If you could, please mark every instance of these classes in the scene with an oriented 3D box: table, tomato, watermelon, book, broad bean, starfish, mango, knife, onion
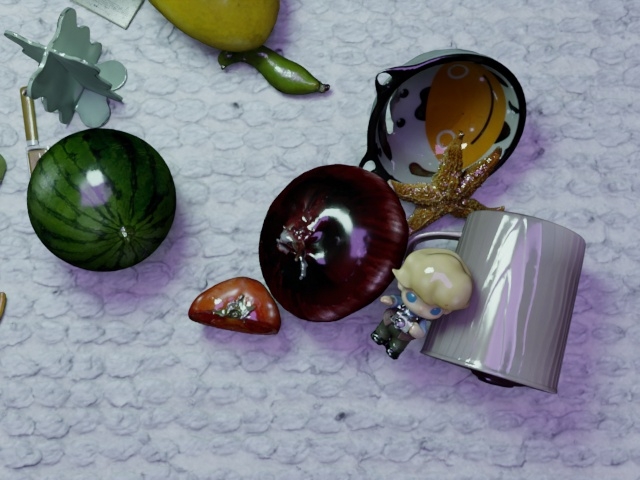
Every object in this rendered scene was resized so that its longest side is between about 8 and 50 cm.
[{"bbox_3d":[-0.437,-0.296,1.229,0.167,0.198,0.166,0,84,-1],"label":"table"},{"bbox_3d":[-0.143,0.106,1.223,0.159,0.139,0.091,7,72,-3],"label":"tomato"},{"bbox_3d":[-0.362,-0.068,1.187,0.243,0.242,0.242,0,84,-1],"label":"watermelon"},{"bbox_3d":[-0.377,-0.503,1.346,0.127,0.014,0.181,29,84,2],"label":"book"},{"bbox_3d":[-0.084,-0.315,1.310,0.214,0.048,0.070,20,88,4],"label":"broad bean"},{"bbox_3d":[0.229,-0.082,1.248,0.241,0.227,0.043,14,38,-25],"label":"starfish"},{"bbox_3d":[-0.207,-0.540,1.255,0.302,0.220,0.444,-26,93,-16],"label":"mango"},{"bbox_3d":[-0.517,-0.162,1.303,0.046,0.022,0.255,-9,84,-6],"label":"knife"},{"bbox_3d":[0.000,0.000,1.163,0.273,0.285,0.272,-5,81,33],"label":"onion"}]

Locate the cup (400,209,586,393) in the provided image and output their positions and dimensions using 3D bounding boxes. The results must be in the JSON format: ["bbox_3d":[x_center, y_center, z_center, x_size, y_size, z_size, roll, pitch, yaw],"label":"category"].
[{"bbox_3d":[0.286,0.100,1.210,0.288,0.208,0.273,11,81,43],"label":"cup"}]

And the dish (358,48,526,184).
[{"bbox_3d":[0.201,-0.218,1.235,0.303,0.303,0.120,-5,39,-6],"label":"dish"}]

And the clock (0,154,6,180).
[{"bbox_3d":[-0.701,-0.130,1.275,0.232,0.069,0.170,28,85,4],"label":"clock"}]

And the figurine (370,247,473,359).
[{"bbox_3d":[0.150,0.097,1.113,0.114,0.108,0.196,47,113,19],"label":"figurine"}]

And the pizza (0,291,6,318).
[{"bbox_3d":[-0.625,0.128,1.268,0.109,0.026,0.122,28,85,5],"label":"pizza"}]
